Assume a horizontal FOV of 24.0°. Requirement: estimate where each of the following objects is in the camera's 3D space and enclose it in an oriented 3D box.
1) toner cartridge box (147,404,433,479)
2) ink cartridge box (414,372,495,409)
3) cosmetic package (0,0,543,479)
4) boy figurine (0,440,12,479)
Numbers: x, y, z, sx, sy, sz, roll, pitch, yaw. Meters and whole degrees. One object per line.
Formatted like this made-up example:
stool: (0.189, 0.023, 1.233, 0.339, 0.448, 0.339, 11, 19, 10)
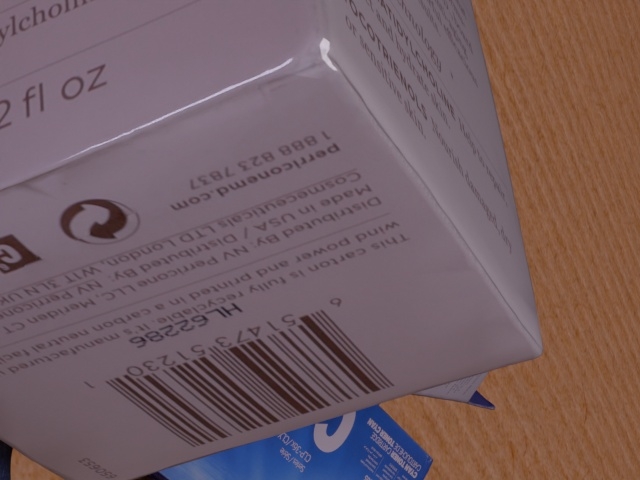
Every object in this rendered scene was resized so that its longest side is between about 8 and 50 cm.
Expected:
toner cartridge box: (-0.047, 0.165, 1.263, 0.165, 0.075, 0.348, -57, 134, -15)
ink cartridge box: (0.000, 0.000, 1.258, 0.071, 0.324, 0.330, -50, 154, 12)
cosmetic package: (-0.095, -0.115, 0.915, 0.327, 0.329, 0.394, 48, 28, -51)
boy figurine: (-0.241, 0.223, 0.949, 0.177, 0.092, 0.285, 54, 41, -70)
